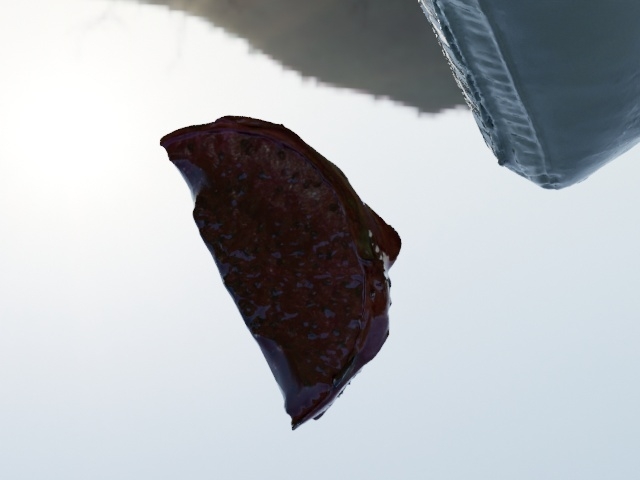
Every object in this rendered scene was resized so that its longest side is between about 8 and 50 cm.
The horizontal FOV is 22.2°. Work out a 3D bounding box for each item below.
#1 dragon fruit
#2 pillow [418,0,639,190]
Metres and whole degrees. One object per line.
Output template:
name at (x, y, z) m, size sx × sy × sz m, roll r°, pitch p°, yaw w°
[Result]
dragon fruit at (0.000, 0.000, 1.358) m, size 0.134 × 0.262 × 0.211 m, roll -28°, pitch 177°, yaw 15°
pillow at (0.137, -0.173, 0.711) m, size 0.120 × 0.255 × 0.322 m, roll 39°, pitch 174°, yaw 31°
